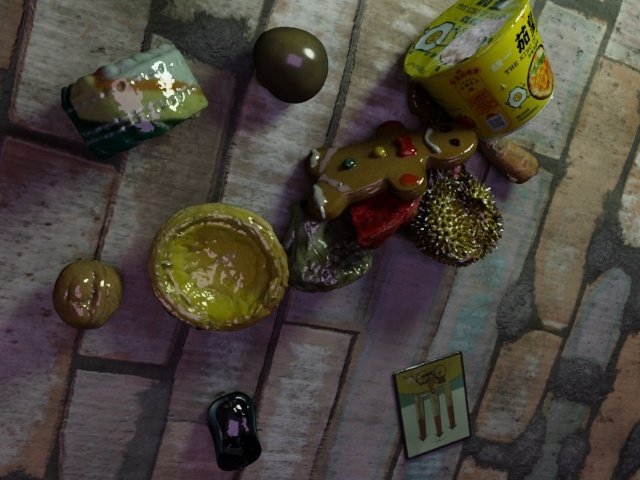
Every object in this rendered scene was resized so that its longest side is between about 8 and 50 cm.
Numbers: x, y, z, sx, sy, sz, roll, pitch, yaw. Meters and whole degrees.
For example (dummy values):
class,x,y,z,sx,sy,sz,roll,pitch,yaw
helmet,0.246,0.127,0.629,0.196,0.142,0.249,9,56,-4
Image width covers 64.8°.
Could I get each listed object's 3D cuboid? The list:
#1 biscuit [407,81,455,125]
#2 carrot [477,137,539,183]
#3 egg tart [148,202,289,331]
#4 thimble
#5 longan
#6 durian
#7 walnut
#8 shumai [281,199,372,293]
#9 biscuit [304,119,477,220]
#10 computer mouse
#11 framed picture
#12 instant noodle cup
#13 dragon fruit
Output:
class,x,y,z,sx,sy,sz,roll,pitch,yaw
biscuit,0.340,-0.371,1.400,0.183,0.047,0.320,-26,107,-8
carrot,0.509,-0.264,1.442,0.263,0.102,0.102,31,92,-24
egg tart,-0.249,0.065,1.262,0.345,0.132,0.345,-1,102,-7
thimble,-0.392,-0.302,1.092,0.288,0.254,0.167,-39,115,-34
longan,-0.070,-0.421,1.206,0.189,0.189,0.189,-4,103,-16
durian,0.352,-0.069,1.379,0.258,0.258,0.293,-30,97,-8
walnut,-0.551,0.128,1.197,0.166,0.149,0.167,-1,91,-49
shumai,0.000,0.002,1.306,0.255,0.189,0.218,-22,109,-17
biscuit,0.165,-0.207,1.236,0.431,0.283,0.064,-15,137,9
computer mouse,-0.234,0.539,1.401,0.137,0.096,0.233,-13,104,-14
framed picture,0.363,0.533,1.621,0.244,0.013,0.324,-14,105,-13
instant noodle cup,0.403,-0.421,1.237,0.325,0.325,0.254,-48,121,-2
dragon fruit,0.175,-0.097,1.287,0.205,0.317,0.152,-17,137,11
